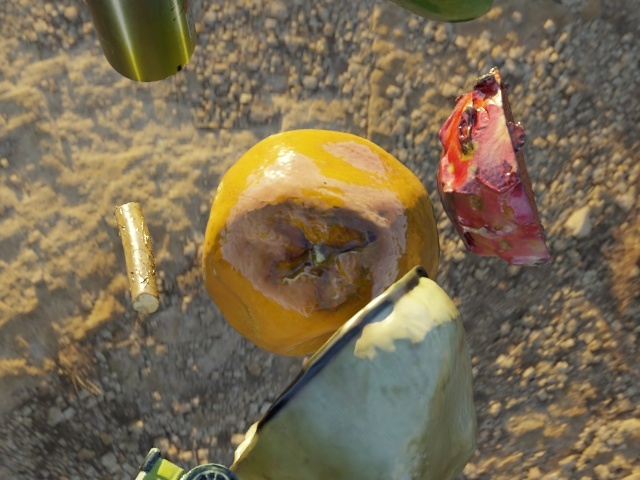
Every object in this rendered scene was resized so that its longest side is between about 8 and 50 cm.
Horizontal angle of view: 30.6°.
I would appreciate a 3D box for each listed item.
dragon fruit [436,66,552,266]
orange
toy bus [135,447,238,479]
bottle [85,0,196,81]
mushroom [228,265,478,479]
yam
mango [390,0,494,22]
[{"bbox_3d":[0.203,-0.092,1.484,0.126,0.161,0.274,-14,81,9],"label":"dragon fruit"},{"bbox_3d":[0.000,0.000,1.187,0.249,0.183,0.248,0,89,-6],"label":"orange"},{"bbox_3d":[-0.043,0.283,0.868,0.262,0.128,0.150,26,58,10],"label":"toy bus"},{"bbox_3d":[-0.143,-0.216,0.856,0.082,0.286,0.082,0,70,-1],"label":"bottle"},{"bbox_3d":[0.043,0.167,1.003,0.164,0.189,0.267,44,102,4],"label":"mushroom"},{"bbox_3d":[-0.180,0.013,1.150,0.032,0.032,0.145,-11,43,-8],"label":"yam"},{"bbox_3d":[0.056,-0.273,0.977,0.156,0.251,0.114,31,93,49],"label":"mango"}]
